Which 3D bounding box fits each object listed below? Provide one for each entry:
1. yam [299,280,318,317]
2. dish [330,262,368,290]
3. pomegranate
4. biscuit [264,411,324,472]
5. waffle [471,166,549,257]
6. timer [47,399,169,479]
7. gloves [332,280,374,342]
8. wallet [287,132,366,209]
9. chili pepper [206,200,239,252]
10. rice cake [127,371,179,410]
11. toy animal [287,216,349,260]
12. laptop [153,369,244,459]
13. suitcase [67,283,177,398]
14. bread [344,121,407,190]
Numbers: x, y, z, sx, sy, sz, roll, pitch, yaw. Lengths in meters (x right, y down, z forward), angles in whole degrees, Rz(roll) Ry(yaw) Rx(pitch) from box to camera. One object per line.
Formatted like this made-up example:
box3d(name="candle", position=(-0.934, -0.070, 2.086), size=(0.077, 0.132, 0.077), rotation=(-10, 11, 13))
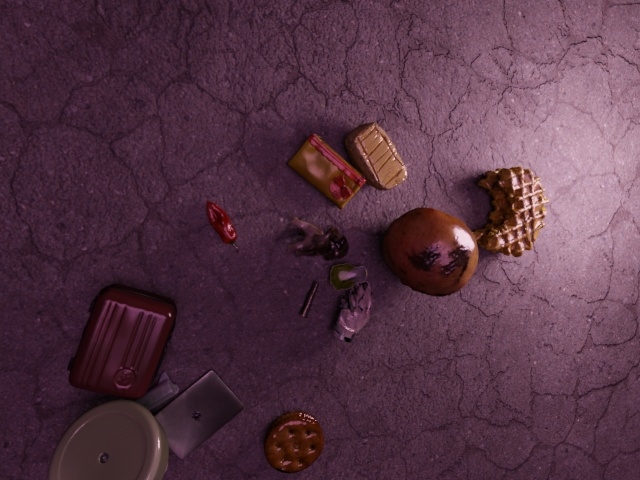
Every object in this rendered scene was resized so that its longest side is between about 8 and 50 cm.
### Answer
box3d(name="yam", position=(-0.033, 0.203, 1.395), size=(0.033, 0.027, 0.130), rotation=(24, 90, 4))
box3d(name="dish", position=(0.096, 0.121, 1.416), size=(0.137, 0.039, 0.091), rotation=(-6, 95, -12))
box3d(name="pomegranate", position=(0.364, 0.037, 1.350), size=(0.321, 0.322, 0.323), rotation=(-2, 97, -16))
box3d(name="biscuit", position=(-0.092, 0.712, 1.420), size=(0.220, 0.066, 0.221), rotation=(-2, 98, -15))
box3d(name="waffle", position=(0.701, -0.108, 1.507), size=(0.260, 0.151, 0.325), rotation=(5, 99, -21))
box3d(name="timer", position=(-0.554, 0.641, 1.177), size=(0.290, 0.315, 0.291), rotation=(-2, 59, 3))
box3d(name="gloves", position=(0.124, 0.242, 1.408), size=(0.127, 0.111, 0.212), rotation=(26, 95, -15))
box3d(name="wallet", position=(0.024, -0.222, 1.316), size=(0.241, 0.067, 0.141), rotation=(37, 112, -15))
box3d(name="chili pepper", position=(-0.306, -0.044, 1.274), size=(0.059, 0.050, 0.191), rotation=(-30, 97, 6))
box3d(name="rice cake", position=(-0.591, 0.518, 1.266), size=(0.290, 0.051, 0.081), rotation=(-29, 70, -12))
box3d(name="toy animal", position=(-0.009, 0.000, 1.309), size=(0.168, 0.233, 0.122), rotation=(7, 83, 23))
box3d(name="laptop", position=(-0.410, 0.577, 1.338), size=(0.269, 0.015, 0.188), rotation=(-38, 105, -9))
box3d(name="suitcase", position=(-0.566, 0.291, 1.181), size=(0.236, 0.161, 0.298), rotation=(21, 90, -17))
box3d(name="bread", position=(0.182, -0.276, 1.357), size=(0.140, 0.106, 0.236), rotation=(-39, 105, -10))
